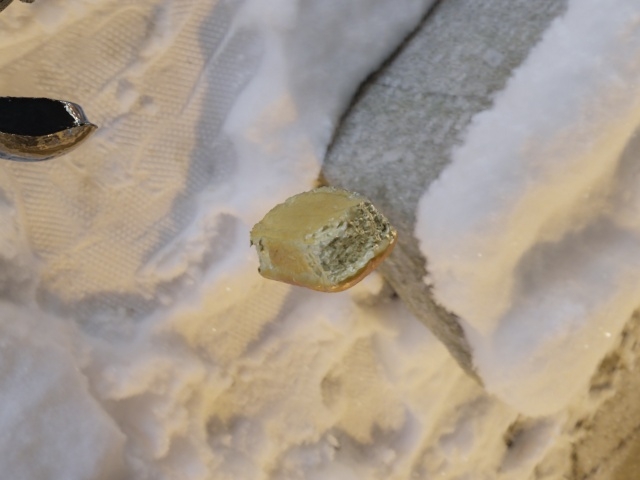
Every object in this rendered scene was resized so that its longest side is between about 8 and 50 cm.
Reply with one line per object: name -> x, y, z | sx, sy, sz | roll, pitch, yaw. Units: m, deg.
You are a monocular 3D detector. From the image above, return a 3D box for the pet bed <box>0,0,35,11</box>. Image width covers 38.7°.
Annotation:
pet bed -> -0.336, -0.290, 0.760 | 0.159, 0.183, 0.211 | -46, 151, -36

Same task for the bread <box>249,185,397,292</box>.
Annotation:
bread -> 0.000, 0.000, 1.465 | 0.174, 0.245, 0.121 | -49, 124, -25

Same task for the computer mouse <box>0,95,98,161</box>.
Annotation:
computer mouse -> -0.491, -0.166, 1.384 | 0.295, 0.168, 0.087 | 1, 87, -24
